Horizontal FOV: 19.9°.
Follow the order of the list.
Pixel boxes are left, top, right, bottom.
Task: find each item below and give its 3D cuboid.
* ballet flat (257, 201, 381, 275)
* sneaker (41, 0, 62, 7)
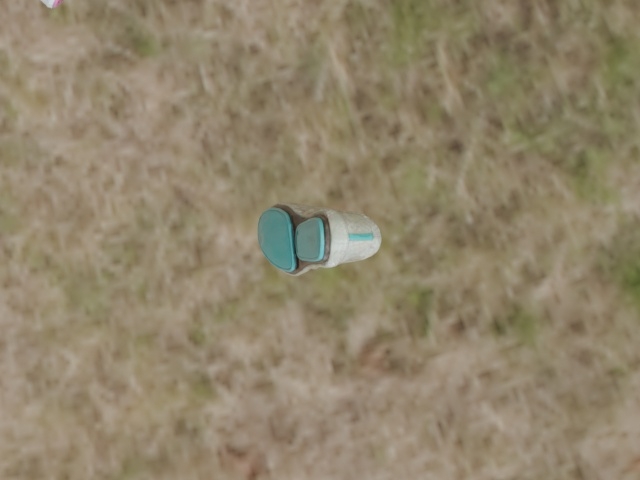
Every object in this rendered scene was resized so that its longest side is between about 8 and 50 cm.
[{"bbox_3d":[0.000,0.000,1.371,0.052,0.057,0.168,-3,-175,-19],"label":"ballet flat"},{"bbox_3d":[-0.181,-0.236,1.152,0.075,0.063,0.170,12,107,-8],"label":"sneaker"}]
